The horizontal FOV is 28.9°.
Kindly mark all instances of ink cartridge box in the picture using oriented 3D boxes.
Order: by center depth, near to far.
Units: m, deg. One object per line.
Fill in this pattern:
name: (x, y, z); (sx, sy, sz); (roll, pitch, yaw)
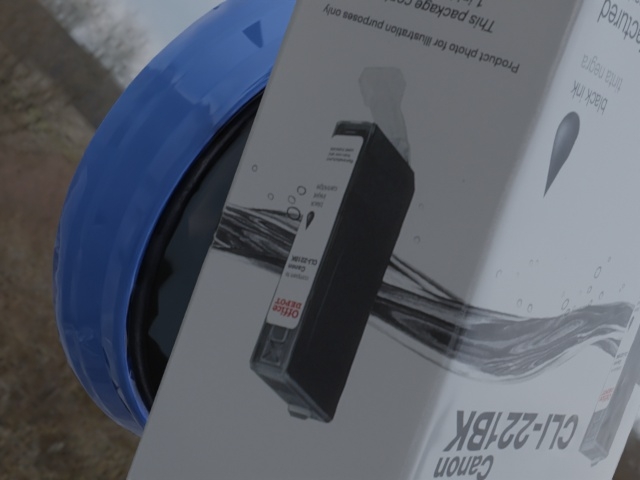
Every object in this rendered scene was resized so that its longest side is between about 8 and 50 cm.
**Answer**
ink cartridge box: (0.062, 0.004, 0.494); (0.114, 0.273, 0.197); (24, 7, 34)

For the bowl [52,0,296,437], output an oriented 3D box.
bowl: (0.000, 0.000, 0.893); (0.077, 0.391, 0.391); (40, -6, 41)
